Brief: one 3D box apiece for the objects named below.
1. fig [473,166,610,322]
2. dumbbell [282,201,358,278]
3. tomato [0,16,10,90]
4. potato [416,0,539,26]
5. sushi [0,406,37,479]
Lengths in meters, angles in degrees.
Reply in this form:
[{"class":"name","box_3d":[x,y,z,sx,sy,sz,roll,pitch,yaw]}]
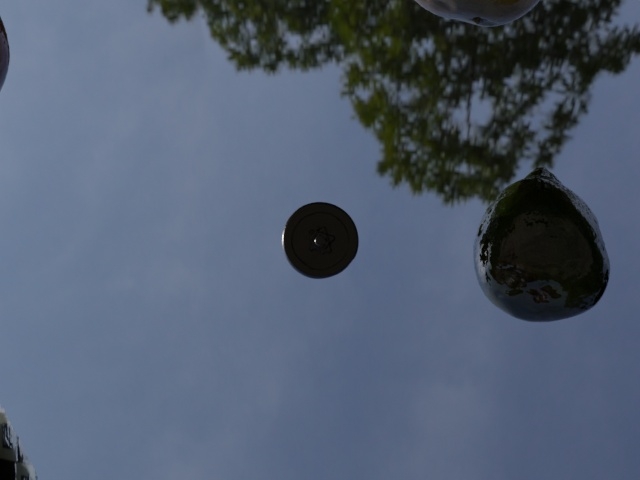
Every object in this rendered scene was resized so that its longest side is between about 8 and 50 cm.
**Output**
[{"class":"fig","box_3d":[0.192,-0.014,1.162,0.117,0.117,0.177,5,-129,4]},{"class":"dumbbell","box_3d":[0.000,0.000,1.196,0.069,0.147,0.069,0,-90,0]},{"class":"tomato","box_3d":[-0.457,-0.212,1.509,0.184,0.208,0.208,43,-107,10]},{"class":"potato","box_3d":[0.138,-0.442,1.663,0.397,0.290,0.296,12,-91,-23]},{"class":"sushi","box_3d":[-0.368,0.253,1.342,0.047,0.220,0.231,1,-149,-35]}]
